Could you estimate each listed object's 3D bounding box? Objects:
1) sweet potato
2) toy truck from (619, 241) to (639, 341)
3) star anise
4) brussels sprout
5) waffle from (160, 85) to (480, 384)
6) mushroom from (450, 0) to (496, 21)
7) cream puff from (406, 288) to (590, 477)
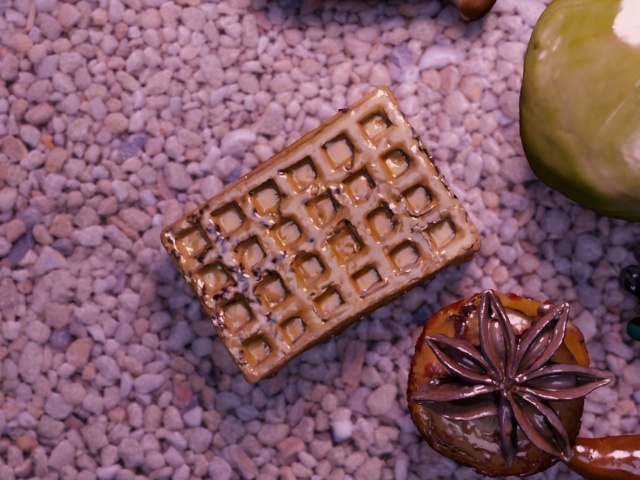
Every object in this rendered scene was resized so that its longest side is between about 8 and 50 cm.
[{"bbox_3d":[0.487,0.286,1.093,0.359,0.112,0.112,-8,88,3],"label":"sweet potato"},{"bbox_3d":[0.483,0.026,1.098,0.124,0.114,0.253,29,92,-7],"label":"toy truck"},{"bbox_3d":[0.224,0.149,0.984,0.212,0.073,0.197,34,97,9],"label":"star anise"},{"bbox_3d":[0.387,-0.182,1.030,0.328,0.247,0.328,-1,88,19],"label":"brussels sprout"},{"bbox_3d":[0.000,0.000,1.152,0.376,0.114,0.261,-33,88,5],"label":"waffle"},{"bbox_3d":[0.073,-0.378,1.145,0.350,0.128,0.128,12,90,2],"label":"mushroom"},{"bbox_3d":[0.229,0.179,1.097,0.240,0.164,0.240,2,95,21],"label":"cream puff"}]
